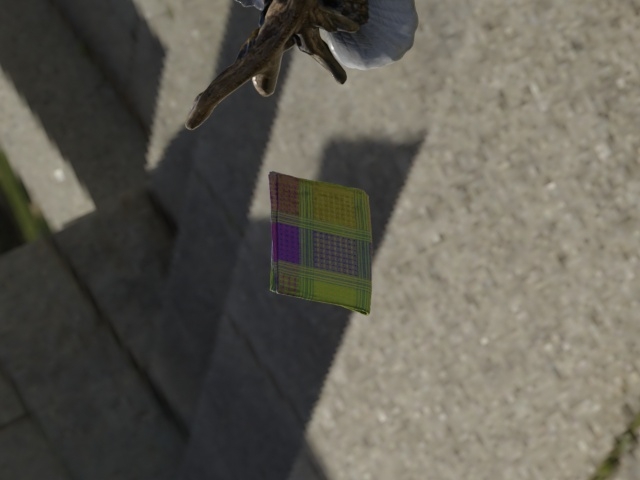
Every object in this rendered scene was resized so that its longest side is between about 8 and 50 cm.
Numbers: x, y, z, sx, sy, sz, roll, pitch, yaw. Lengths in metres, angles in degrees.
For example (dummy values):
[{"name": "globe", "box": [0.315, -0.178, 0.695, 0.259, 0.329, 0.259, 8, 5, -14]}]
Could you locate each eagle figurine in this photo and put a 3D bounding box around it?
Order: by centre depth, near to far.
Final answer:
[{"name": "eagle figurine", "box": [-0.059, -0.278, 1.491, 0.225, 0.226, 0.298, 73, 179, -48]}]

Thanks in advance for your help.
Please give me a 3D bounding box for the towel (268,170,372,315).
[{"name": "towel", "box": [0.000, 0.000, 0.913, 0.009, 0.060, 0.083, 126, 149, -48]}]
